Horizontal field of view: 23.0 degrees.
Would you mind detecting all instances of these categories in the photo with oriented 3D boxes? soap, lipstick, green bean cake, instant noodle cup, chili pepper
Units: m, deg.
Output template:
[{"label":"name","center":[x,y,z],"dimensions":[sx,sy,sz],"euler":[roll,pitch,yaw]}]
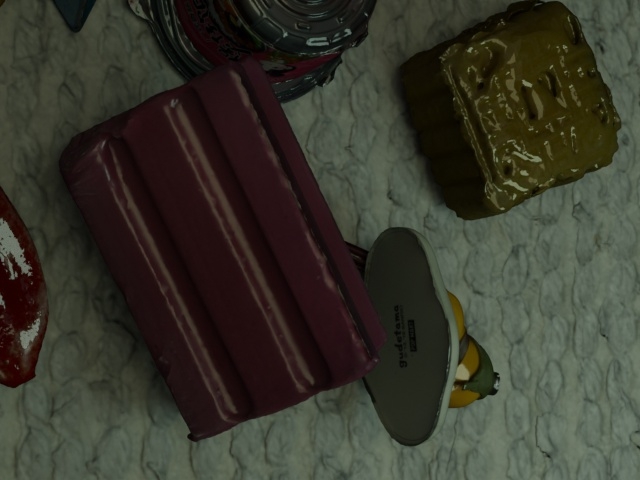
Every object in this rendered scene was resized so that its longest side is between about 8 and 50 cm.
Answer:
[{"label":"soap","center":[-0.105,0.008,1.687],"dimensions":[0.233,0.128,0.360],"euler":[-23,99,14]},{"label":"lipstick","center":[0.000,0.001,1.844],"dimensions":[0.176,0.027,0.027],"euler":[24,78,-21]},{"label":"green bean cake","center":[0.231,-0.159,1.896],"dimensions":[0.224,0.131,0.230],"euler":[-26,99,-24]},{"label":"instant noodle cup","center":[-0.047,-0.287,1.748],"dimensions":[0.302,0.181,0.258],"euler":[-7,90,-25]},{"label":"chili pepper","center":[-0.358,0.034,1.649],"dimensions":[0.253,0.136,0.144],"euler":[60,23,-22]}]

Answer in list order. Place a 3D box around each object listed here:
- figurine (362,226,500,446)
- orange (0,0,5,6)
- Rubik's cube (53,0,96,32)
[{"label":"figurine","center":[0.145,0.107,1.842],"dimensions":[0.141,0.166,0.250],"euler":[-3,96,-36]},{"label":"orange","center":[-0.413,-0.302,1.595],"dimensions":[0.237,0.158,0.179],"euler":[-4,88,-24]},{"label":"Rubik's cube","center":[-0.269,-0.362,1.657],"dimensions":[0.190,0.178,0.211],"euler":[24,77,-19]}]
